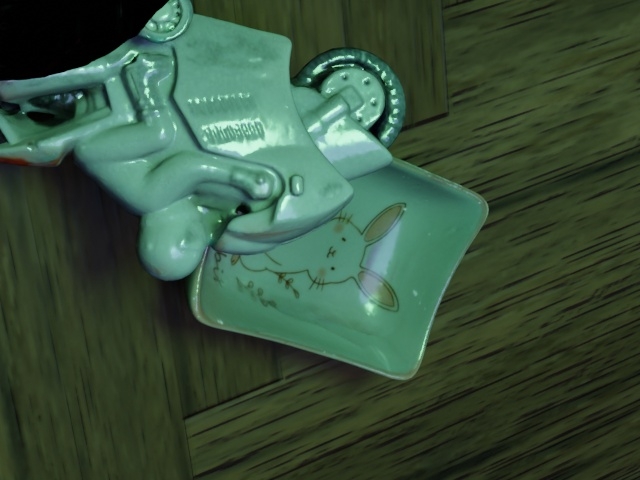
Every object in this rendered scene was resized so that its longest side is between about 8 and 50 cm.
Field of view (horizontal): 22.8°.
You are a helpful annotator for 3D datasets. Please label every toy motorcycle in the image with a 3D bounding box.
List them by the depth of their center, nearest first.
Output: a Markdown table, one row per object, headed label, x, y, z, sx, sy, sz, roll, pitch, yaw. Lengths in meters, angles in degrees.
| label | x | y | z | sx | sy | sz | roll | pitch | yaw |
| --- | --- | --- | --- | --- | --- | --- | --- | --- | --- |
| toy motorcycle | -0.081 | -0.059 | 0.966 | 0.260 | 0.110 | 0.170 | 10 | 81 | -7 |

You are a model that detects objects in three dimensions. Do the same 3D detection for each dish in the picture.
| label | x | y | z | sx | sy | sz | roll | pitch | yaw |
| --- | --- | --- | --- | --- | --- | --- | --- | --- | --- |
| dish | 0.000 | 0.000 | 1.118 | 0.212 | 0.077 | 0.151 | 19 | 97 | -37 |

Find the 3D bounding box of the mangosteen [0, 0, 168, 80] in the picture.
| label | x | y | z | sx | sy | sz | roll | pitch | yaw |
| --- | --- | --- | --- | --- | --- | --- | --- | --- | --- |
| mangosteen | -0.186 | -0.185 | 0.815 | 0.287 | 0.233 | 0.287 | 20 | 90 | -80 |
